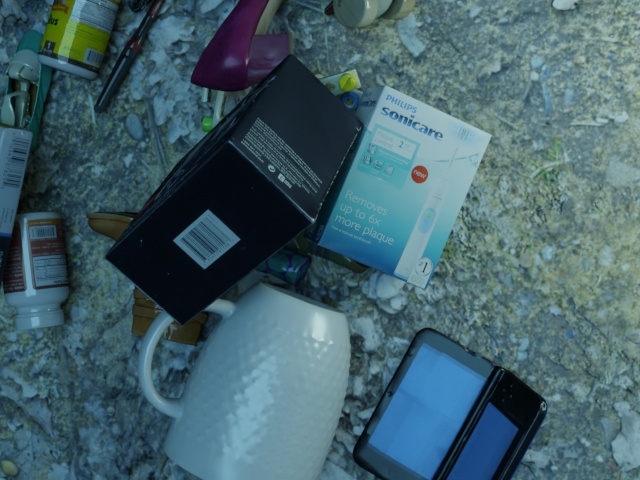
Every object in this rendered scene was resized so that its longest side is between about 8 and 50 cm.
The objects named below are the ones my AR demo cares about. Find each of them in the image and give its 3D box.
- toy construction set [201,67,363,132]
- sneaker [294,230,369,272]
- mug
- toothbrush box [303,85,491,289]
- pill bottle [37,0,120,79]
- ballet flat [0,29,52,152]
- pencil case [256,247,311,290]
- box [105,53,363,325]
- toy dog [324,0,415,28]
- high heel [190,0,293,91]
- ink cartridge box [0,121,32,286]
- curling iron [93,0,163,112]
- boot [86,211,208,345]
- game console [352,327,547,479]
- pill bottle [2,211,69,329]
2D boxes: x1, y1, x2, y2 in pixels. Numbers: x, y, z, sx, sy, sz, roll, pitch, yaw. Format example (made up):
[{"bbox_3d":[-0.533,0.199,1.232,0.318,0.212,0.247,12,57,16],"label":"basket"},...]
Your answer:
[{"bbox_3d":[-0.091,-0.236,1.816,0.327,0.151,0.215,15,117,17],"label":"toy construction set"},{"bbox_3d":[0.000,0.000,1.850,0.192,0.064,0.086,44,126,-7],"label":"sneaker"},{"bbox_3d":[-0.133,0.236,1.738,0.374,0.276,0.328,21,90,-16],"label":"mug"},{"bbox_3d":[0.132,-0.094,1.749,0.216,0.126,0.295,24,90,-15],"label":"toothbrush box"},{"bbox_3d":[-0.450,-0.420,1.894,0.117,0.117,0.215,18,92,9],"label":"pill bottle"},{"bbox_3d":[-0.571,-0.289,1.929,0.083,0.087,0.247,8,91,10],"label":"ballet flat"},{"bbox_3d":[-0.097,0.035,1.859,0.151,0.070,0.064,21,61,10],"label":"pencil case"},{"bbox_3d":[-0.137,-0.084,1.637,0.179,0.312,0.343,44,125,-12],"label":"box"},{"bbox_3d":[0.057,-0.529,1.791,0.161,0.220,0.334,0,81,41],"label":"toy dog"},{"bbox_3d":[-0.147,-0.432,1.780,0.181,0.127,0.377,-5,58,-2],"label":"high heel"},{"bbox_3d":[-0.660,-0.082,1.898,0.307,0.072,0.304,20,100,51],"label":"ink cartridge box"},{"bbox_3d":[-0.373,-0.371,1.923,0.068,0.035,0.274,23,93,13],"label":"curling iron"},{"bbox_3d":[-0.327,0.067,1.890,0.283,0.109,0.220,15,96,2],"label":"boot"},{"bbox_3d":[0.219,0.340,1.757,0.173,0.250,0.293,26,95,-18],"label":"game console"},{"bbox_3d":[-0.545,0.058,1.906,0.121,0.121,0.216,-7,89,10],"label":"pill bottle"}]
